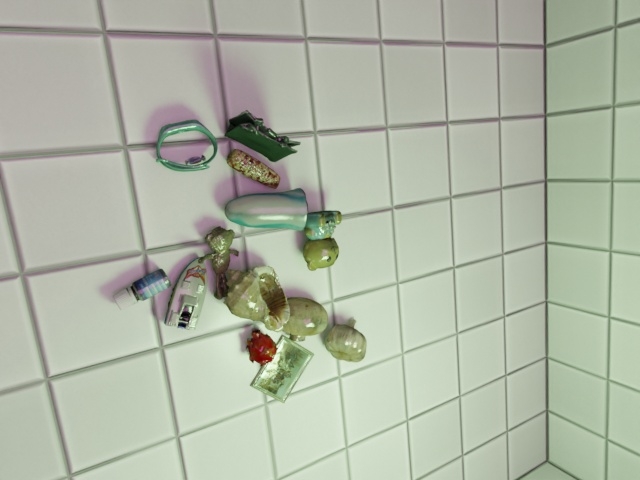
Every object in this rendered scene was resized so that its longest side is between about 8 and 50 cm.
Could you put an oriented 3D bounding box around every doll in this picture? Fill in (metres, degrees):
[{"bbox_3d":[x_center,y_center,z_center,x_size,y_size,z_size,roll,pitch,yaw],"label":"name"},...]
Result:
[{"bbox_3d":[0.000,0.000,2.008,0.177,0.162,0.260,-14,103,-49],"label":"doll"},{"bbox_3d":[-0.405,0.088,1.851,0.203,0.091,0.285,-38,123,-28],"label":"doll"}]

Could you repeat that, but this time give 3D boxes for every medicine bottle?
[{"bbox_3d":[-0.678,0.188,1.708,0.203,0.083,0.083,-31,110,-21],"label":"medicine bottle"}]

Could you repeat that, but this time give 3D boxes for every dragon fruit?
[{"bbox_3d":[-0.255,0.469,1.951,0.136,0.133,0.165,-21,108,-18],"label":"dragon fruit"}]

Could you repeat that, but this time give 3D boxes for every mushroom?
[{"bbox_3d":[-0.079,0.364,2.000,0.254,0.189,0.194,8,91,-24],"label":"mushroom"}]

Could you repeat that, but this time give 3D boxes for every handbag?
[{"bbox_3d":[-0.233,-0.405,1.769,0.248,0.260,0.079,24,83,-27],"label":"handbag"}]

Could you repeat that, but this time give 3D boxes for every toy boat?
[{"bbox_3d":[-0.523,0.208,1.793,0.129,0.088,0.294,20,80,-31],"label":"toy boat"}]

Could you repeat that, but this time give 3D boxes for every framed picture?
[{"bbox_3d":[-0.170,0.599,2.080,0.217,0.017,0.274,37,79,-28],"label":"framed picture"}]

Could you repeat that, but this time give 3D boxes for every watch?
[{"bbox_3d":[-0.518,-0.358,1.722,0.237,0.068,0.194,-18,99,-24],"label":"watch"}]

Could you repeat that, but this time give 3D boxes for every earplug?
[{"bbox_3d":[-0.235,-0.130,1.866,0.325,0.185,0.184,-1,98,-23],"label":"earplug"}]

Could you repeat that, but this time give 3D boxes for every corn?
[{"bbox_3d":[-0.269,-0.293,1.865,0.254,0.086,0.086,29,83,-30],"label":"corn"}]

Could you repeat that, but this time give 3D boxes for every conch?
[{"bbox_3d":[-0.268,0.236,1.882,0.263,0.186,0.323,-44,114,-36],"label":"conch"}]

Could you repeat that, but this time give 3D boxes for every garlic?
[{"bbox_3d":[0.130,0.459,2.149,0.218,0.219,0.212,45,46,-26],"label":"garlic"}]

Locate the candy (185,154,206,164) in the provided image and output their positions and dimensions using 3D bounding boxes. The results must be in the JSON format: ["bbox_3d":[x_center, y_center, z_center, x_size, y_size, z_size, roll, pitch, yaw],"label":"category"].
[{"bbox_3d":[-0.495,-0.319,1.774,0.084,0.020,0.030,-17,88,-24],"label":"candy"}]
